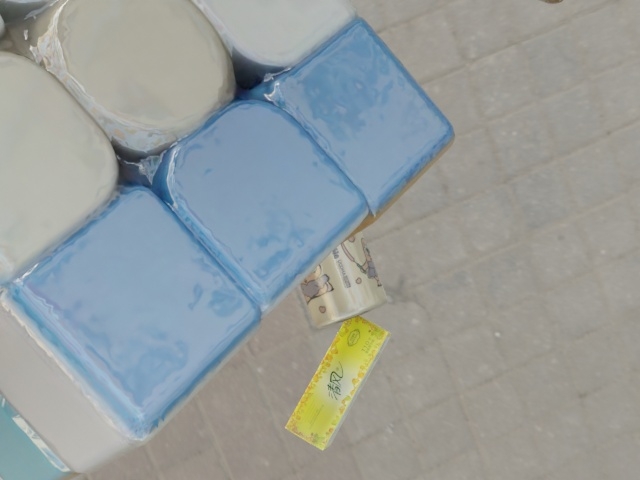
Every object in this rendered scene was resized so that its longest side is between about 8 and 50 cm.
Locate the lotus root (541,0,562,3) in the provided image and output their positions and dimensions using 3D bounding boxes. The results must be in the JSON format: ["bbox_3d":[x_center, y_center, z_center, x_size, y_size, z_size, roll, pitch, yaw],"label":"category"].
[{"bbox_3d":[0.320,-0.460,1.614,0.074,0.170,0.260,21,77,-27],"label":"lotus root"}]

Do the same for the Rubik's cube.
[{"bbox_3d":[-0.182,-0.053,0.782,0.347,0.346,0.344,48,54,-3],"label":"Rubik's cube"}]

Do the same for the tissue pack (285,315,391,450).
[{"bbox_3d":[0.025,0.184,1.426,0.062,0.095,0.176,30,88,8],"label":"tissue pack"}]

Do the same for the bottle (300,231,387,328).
[{"bbox_3d":[0.000,0.000,1.352,0.097,0.110,0.209,-14,81,-44],"label":"bottle"}]
